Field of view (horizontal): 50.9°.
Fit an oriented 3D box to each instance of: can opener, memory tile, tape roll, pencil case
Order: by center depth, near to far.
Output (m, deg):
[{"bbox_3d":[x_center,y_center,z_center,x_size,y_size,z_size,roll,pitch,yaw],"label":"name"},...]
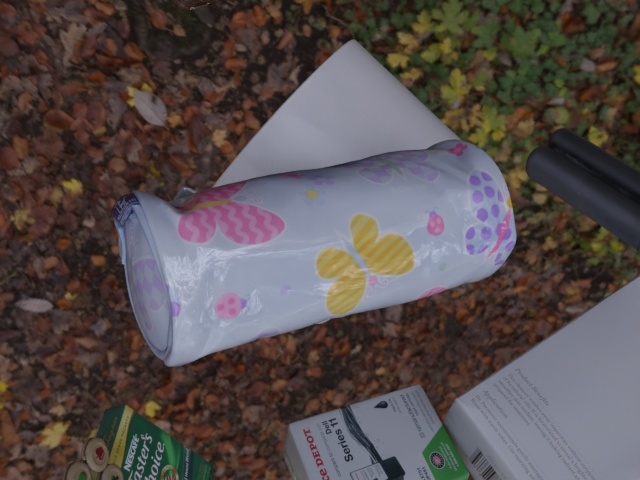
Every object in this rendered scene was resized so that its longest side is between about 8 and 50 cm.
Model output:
[{"bbox_3d":[0.000,0.000,0.470,0.273,0.124,0.113,-12,111,-24],"label":"pencil case"},{"bbox_3d":[0.013,-0.059,0.695,0.169,0.246,0.246,43,86,-5],"label":"tape roll"},{"bbox_3d":[-0.230,0.295,0.712,0.012,0.113,0.147,-16,109,18],"label":"memory tile"},{"bbox_3d":[0.350,-0.011,0.731,0.076,0.283,0.095,-39,151,-18],"label":"can opener"}]

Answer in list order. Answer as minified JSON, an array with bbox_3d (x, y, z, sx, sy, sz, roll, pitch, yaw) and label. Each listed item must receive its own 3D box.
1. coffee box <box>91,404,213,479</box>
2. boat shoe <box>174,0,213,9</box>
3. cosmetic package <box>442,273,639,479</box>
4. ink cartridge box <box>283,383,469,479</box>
[{"bbox_3d":[-0.215,0.302,0.856,0.041,0.113,0.184,-19,130,25],"label":"coffee box"},{"bbox_3d":[-0.167,-0.424,1.067,0.073,0.073,0.207,-40,-171,40],"label":"boat shoe"},{"bbox_3d":[0.383,0.221,0.915,0.385,0.217,0.156,-27,153,-16],"label":"cosmetic package"},{"bbox_3d":[0.070,0.304,0.921,0.209,0.153,0.086,-13,141,-19],"label":"ink cartridge box"}]
